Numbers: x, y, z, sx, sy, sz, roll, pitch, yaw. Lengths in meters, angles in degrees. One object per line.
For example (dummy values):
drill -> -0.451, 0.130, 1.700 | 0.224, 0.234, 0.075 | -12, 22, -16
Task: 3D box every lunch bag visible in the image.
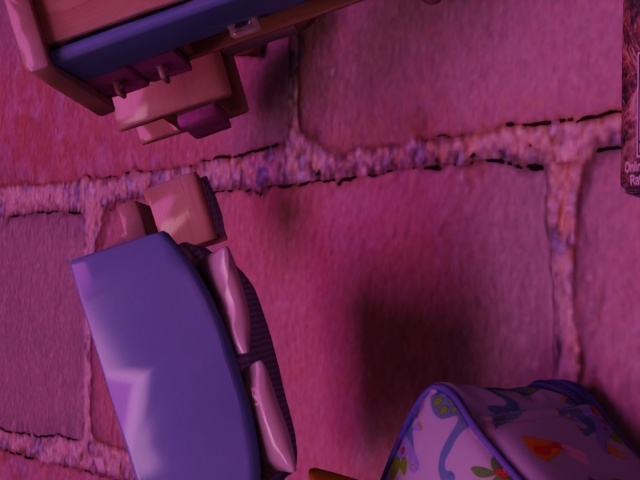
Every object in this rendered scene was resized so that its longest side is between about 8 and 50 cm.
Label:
lunch bag -> 0.097, 0.177, 0.726 | 0.219, 0.090, 0.176 | 49, 128, 48

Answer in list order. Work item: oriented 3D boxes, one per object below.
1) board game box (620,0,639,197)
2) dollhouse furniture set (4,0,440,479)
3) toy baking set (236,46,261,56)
board game box -> 0.218, -0.158, 0.498 | 0.232, 0.141, 0.291 | -3, 86, 59
dollhouse furniture set -> 0.000, 0.000, 0.868 | 0.286, 0.198, 0.303 | 33, -140, -82
toy baking set -> -0.084, -0.226, 1.112 | 0.196, 0.030, 0.256 | -33, 60, 54
